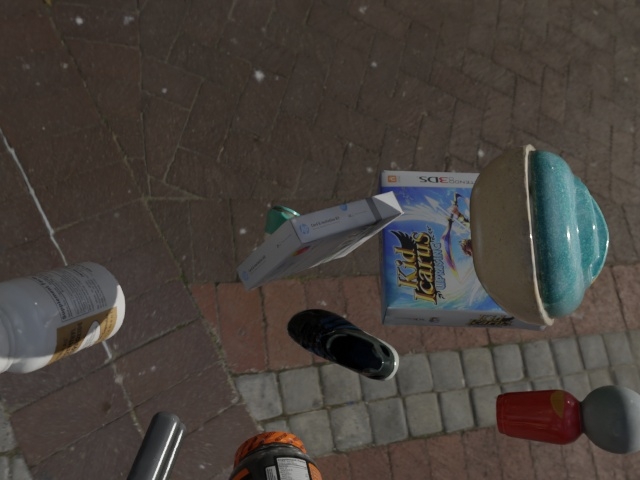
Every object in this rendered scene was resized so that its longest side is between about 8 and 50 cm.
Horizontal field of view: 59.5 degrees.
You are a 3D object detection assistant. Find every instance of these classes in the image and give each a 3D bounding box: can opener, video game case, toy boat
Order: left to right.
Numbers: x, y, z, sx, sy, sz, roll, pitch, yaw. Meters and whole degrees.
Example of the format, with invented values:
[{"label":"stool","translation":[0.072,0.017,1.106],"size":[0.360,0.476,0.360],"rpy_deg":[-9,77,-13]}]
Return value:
[{"label":"can opener","translation":[-0.293,0.391,0.821],"size":[0.095,0.076,0.283],"rpy_deg":[8,55,12]},{"label":"video game case","translation":[0.216,0.007,0.891],"size":[0.244,0.061,0.270],"rpy_deg":[1,54,1]},{"label":"toy boat","translation":[0.256,0.059,0.596],"size":[0.267,0.148,0.318],"rpy_deg":[3,82,-64]}]

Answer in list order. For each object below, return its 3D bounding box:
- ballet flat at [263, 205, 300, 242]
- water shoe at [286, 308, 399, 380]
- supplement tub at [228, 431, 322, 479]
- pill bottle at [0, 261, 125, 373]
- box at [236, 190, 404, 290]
[{"label":"ballet flat","translation":[-0.066,0.000,1.031],"size":[0.083,0.247,0.087],"rpy_deg":[26,84,3]},{"label":"water shoe","translation":[0.022,0.146,0.843],"size":[0.080,0.203,0.073],"rpy_deg":[33,75,-55]},{"label":"supplement tub","translation":[-0.080,0.568,1.116],"size":[0.207,0.207,0.338],"rpy_deg":[9,27,-18]},{"label":"pill bottle","translation":[-0.404,0.113,0.793],"size":[0.131,0.131,0.229],"rpy_deg":[59,24,4]},{"label":"box","translation":[0.000,0.000,0.736],"size":[0.186,0.145,0.038],"rpy_deg":[-19,76,-41]}]
